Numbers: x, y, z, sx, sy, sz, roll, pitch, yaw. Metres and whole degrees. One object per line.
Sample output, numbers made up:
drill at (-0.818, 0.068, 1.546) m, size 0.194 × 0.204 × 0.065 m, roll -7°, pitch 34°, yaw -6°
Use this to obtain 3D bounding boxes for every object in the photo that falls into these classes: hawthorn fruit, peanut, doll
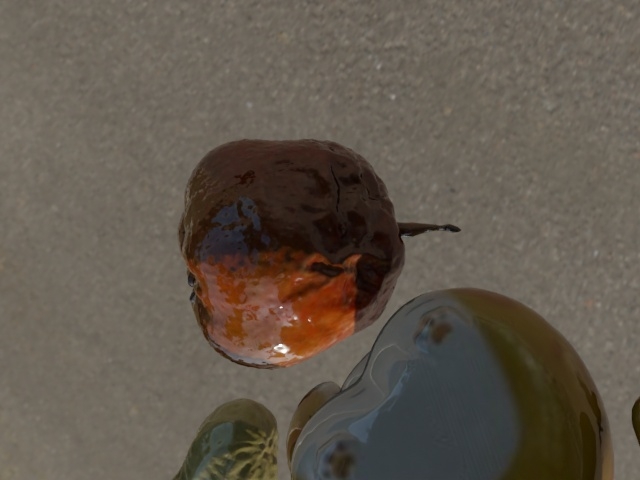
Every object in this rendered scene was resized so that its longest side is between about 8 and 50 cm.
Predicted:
hawthorn fruit at (0.000, 0.000, 1.015) m, size 0.243 × 0.207 × 0.207 m, roll -9°, pitch 137°, yaw -5°
peanut at (-0.126, 0.316, 1.441) m, size 0.125 × 0.111 × 0.274 m, roll 39°, pitch 117°, yaw 23°
doll at (0.068, 0.119, 0.652) m, size 0.162 × 0.167 × 0.269 m, roll 44°, pitch 172°, yaw -1°
